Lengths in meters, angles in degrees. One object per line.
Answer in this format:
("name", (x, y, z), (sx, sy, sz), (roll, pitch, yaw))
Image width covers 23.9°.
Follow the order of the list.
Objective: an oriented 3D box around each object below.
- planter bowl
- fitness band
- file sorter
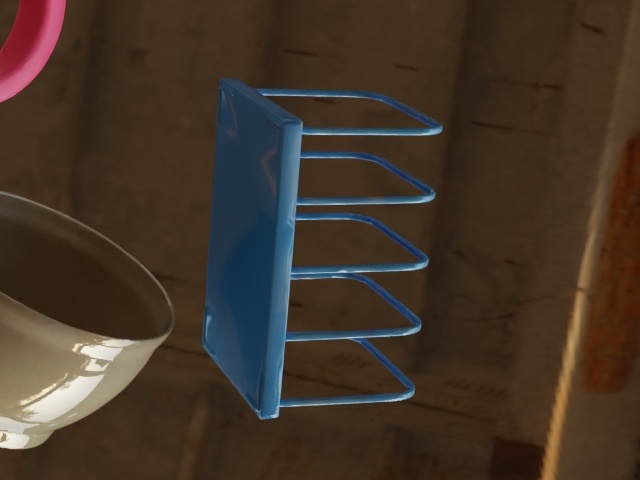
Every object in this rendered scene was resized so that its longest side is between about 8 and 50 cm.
("planter bowl", (-0.185, 0.056, 0.914), (0.162, 0.162, 0.109), (38, -73, 22))
("fitness band", (-0.316, -0.255, 1.371), (0.054, 0.209, 0.291), (19, -52, 25))
("file sorter", (0.000, 0.000, 0.884), (0.118, 0.104, 0.170), (-141, -127, -63))
